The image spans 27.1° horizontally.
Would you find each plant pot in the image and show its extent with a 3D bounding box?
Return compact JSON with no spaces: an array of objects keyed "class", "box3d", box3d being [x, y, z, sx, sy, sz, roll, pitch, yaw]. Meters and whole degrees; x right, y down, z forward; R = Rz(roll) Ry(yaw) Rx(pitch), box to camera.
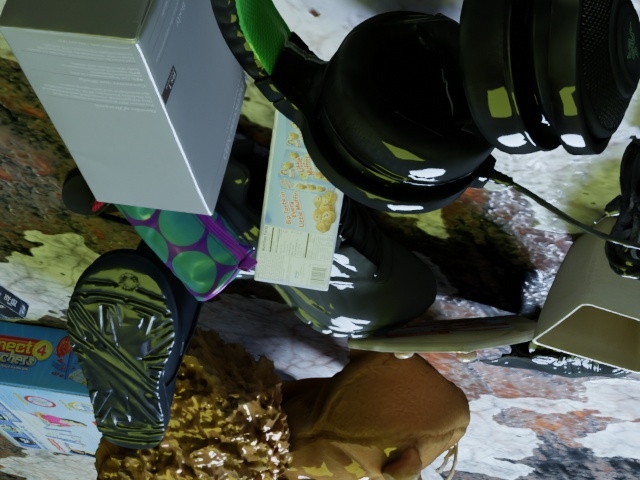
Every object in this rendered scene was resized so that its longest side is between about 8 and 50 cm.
[{"class":"plant pot","box3d":[0.258,0.043,1.141,0.109,0.096,0.109,17,154,-9]}]

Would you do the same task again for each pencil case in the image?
[{"class":"pencil case","box3d":[-0.120,-0.026,1.075,0.070,0.064,0.152,-30,103,43]}]

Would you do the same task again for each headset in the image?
[{"class":"headset","box3d":[0.110,-0.119,0.868,0.243,0.185,0.394,-20,126,44]}]

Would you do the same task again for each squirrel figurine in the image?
[{"class":"squirrel figurine","box3d":[-0.041,0.228,1.443,0.397,0.281,0.370,12,152,-34]}]

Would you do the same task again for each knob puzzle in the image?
[{"class":"knob puzzle","box3d":[0.122,0.099,1.258,0.213,0.030,0.213,-4,-178,0]}]

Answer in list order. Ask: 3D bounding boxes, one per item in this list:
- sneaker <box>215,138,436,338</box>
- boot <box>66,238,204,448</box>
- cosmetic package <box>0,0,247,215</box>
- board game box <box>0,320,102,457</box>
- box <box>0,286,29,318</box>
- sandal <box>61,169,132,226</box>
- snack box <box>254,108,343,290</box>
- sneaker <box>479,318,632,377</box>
[{"class":"sneaker","box3d":[0.000,0.000,1.172,0.286,0.109,0.130,21,140,-30]},{"class":"boot","box3d":[-0.158,0.043,1.226,0.094,0.207,0.246,7,135,4]},{"class":"cosmetic package","box3d":[-0.127,-0.126,0.923,0.107,0.127,0.238,7,157,14]},{"class":"board game box","box3d":[-0.322,0.214,1.798,0.302,0.086,0.308,6,155,13]},{"class":"box","box3d":[-0.409,0.074,1.618,0.083,0.018,0.067,-2,153,29]},{"class":"sandal","box3d":[-0.175,-0.039,1.234,0.179,0.040,0.067,-4,151,32]},{"class":"snack box","box3d":[-0.013,-0.039,1.072,0.064,0.022,0.178,9,125,0]},{"class":"sneaker","box3d":[0.247,0.108,1.342,0.089,0.051,0.170,20,158,-27]}]
